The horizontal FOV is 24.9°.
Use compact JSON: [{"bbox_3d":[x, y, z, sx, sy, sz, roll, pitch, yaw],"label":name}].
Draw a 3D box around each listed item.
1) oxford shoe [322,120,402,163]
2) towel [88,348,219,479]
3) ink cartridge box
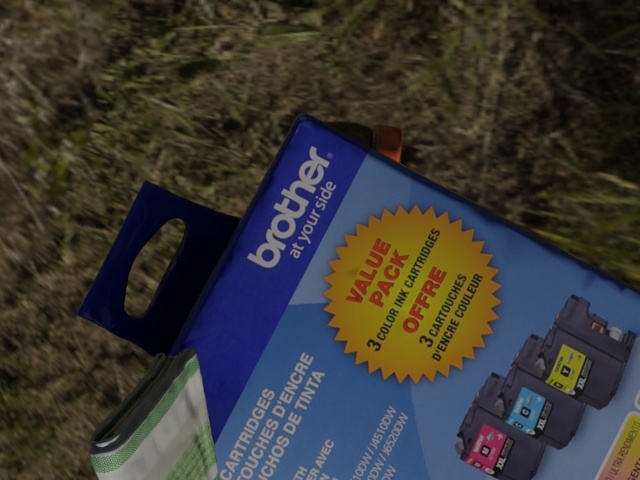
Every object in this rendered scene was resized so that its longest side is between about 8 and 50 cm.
[{"bbox_3d":[0.000,0.000,1.360,0.098,0.097,0.271,11,123,-6],"label":"oxford shoe"},{"bbox_3d":[-0.081,0.145,0.744,0.023,0.113,0.152,-1,111,19],"label":"towel"},{"bbox_3d":[0.044,0.098,0.945,0.395,0.151,0.270,27,88,3],"label":"ink cartridge box"}]
